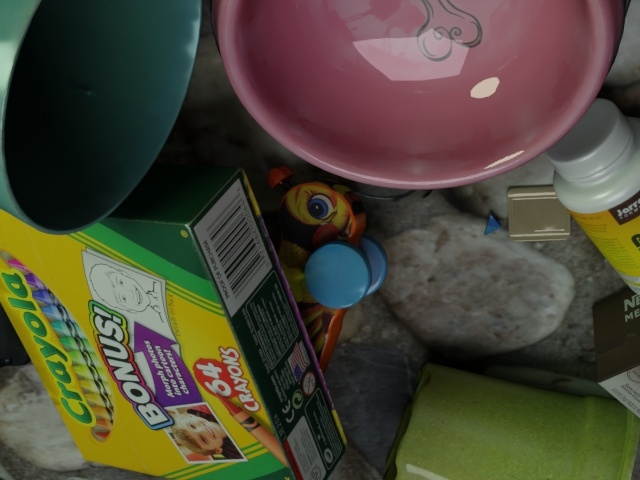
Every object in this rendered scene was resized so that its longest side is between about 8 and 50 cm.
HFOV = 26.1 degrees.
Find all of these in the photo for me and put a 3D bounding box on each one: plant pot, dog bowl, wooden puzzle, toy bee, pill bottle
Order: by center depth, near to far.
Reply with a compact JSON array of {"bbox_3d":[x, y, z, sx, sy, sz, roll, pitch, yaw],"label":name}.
[{"bbox_3d":[-0.279,-0.181,1.218,0.235,0.293,0.293,22,140,20],"label":"plant pot"},{"bbox_3d":[0.084,-0.213,1.228,0.408,0.150,0.408,3,136,3],"label":"dog bowl"},{"bbox_3d":[0.315,-0.043,1.396,0.117,0.117,0.215,-25,128,28],"label":"pill bottle"},{"bbox_3d":[0.000,0.000,1.475,0.162,0.298,0.195,33,173,11],"label":"toy bee"},{"bbox_3d":[0.238,-0.030,1.495,0.116,0.014,0.078,3,132,4],"label":"wooden puzzle"},{"bbox_3d":[0.213,0.270,1.656,0.254,0.276,0.276,21,135,3],"label":"plant pot"}]

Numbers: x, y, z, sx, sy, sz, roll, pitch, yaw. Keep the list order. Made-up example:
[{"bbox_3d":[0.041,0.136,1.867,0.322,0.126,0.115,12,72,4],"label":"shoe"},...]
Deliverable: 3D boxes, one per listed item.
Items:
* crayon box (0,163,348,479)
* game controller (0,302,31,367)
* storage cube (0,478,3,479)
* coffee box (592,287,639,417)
[{"bbox_3d":[-0.171,0.093,1.423,0.313,0.106,0.363,4,128,33],"label":"crayon box"},{"bbox_3d":[-0.413,0.038,1.599,0.166,0.067,0.319,22,142,9],"label":"game controller"},{"bbox_3d":[-0.540,0.427,1.928,0.215,0.193,0.183,-30,125,30],"label":"storage cube"},{"bbox_3d":[0.467,0.161,1.587,0.168,0.119,0.297,-29,126,33],"label":"coffee box"}]
